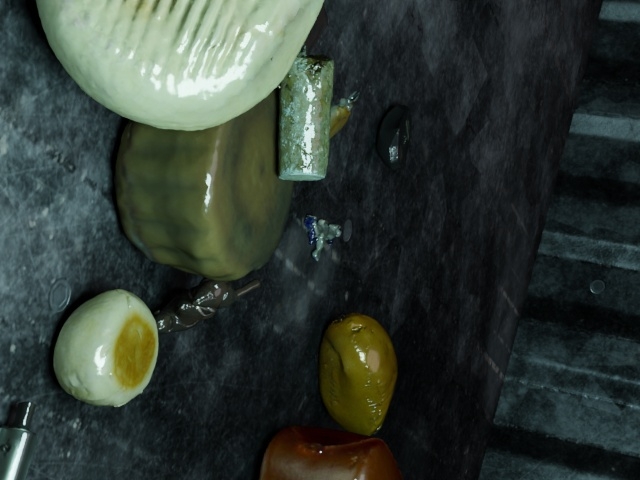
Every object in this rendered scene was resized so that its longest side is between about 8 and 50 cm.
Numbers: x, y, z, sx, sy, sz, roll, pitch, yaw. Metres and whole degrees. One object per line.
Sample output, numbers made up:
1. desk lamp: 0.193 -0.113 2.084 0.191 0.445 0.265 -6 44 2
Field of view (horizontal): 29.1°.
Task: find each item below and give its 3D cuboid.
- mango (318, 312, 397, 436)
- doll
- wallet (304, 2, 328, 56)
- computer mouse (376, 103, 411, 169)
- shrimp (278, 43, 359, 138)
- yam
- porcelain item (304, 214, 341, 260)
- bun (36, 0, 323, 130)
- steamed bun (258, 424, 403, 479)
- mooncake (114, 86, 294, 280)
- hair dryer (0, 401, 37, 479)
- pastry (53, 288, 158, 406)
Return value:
1. mango: 0.073 0.256 2.340 0.156 0.151 0.248 -114 -159 -70
2. doll: -0.182 0.093 1.759 0.057 0.139 0.165 60 33 0
3. wallet: -0.044 -0.385 1.952 0.229 0.049 0.182 77 31 -46
4. computer mouse: 0.143 -0.204 2.433 0.172 0.057 0.099 -70 155 -48
5. shrimp: -0.035 -0.203 1.979 0.185 0.068 0.287 -58 147 3
6. yam: -0.023 -0.165 1.685 0.078 0.078 0.179 -20 117 -63
7. porcelain item: 0.000 0.000 2.234 0.136 0.021 0.075 19 82 -66
8. bun: -0.165 -0.310 1.470 0.213 0.361 0.361 164 -60 -76
9. steamed bun: 0.021 0.508 2.222 0.379 0.235 0.248 68 35 -52
10. mooncake: -0.152 -0.092 1.694 0.290 0.161 0.290 8 90 -67
11. hair dryer: -0.422 0.323 1.397 0.320 0.156 0.284 56 27 -74
12. pastry: -0.277 0.140 1.599 0.156 0.092 0.156 10 90 -69
